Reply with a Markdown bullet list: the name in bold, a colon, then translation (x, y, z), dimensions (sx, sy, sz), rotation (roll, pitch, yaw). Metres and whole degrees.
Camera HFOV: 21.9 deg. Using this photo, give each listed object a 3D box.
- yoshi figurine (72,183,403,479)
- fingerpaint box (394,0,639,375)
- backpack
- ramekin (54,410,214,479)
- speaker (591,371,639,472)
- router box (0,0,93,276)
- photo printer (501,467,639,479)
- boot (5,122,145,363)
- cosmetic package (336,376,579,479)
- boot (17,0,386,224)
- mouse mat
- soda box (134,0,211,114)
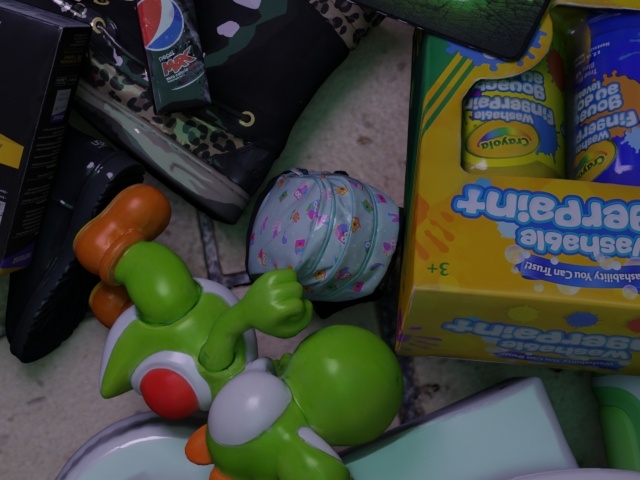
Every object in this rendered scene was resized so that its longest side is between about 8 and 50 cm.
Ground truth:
- **yoshi figurine**: translation (-0.059, 0.096, 1.528), dimensions (0.362, 0.203, 0.203), rotation (44, 116, 30)
- **fingerpaint box**: translation (0.306, -0.066, 1.567), dimensions (0.445, 0.163, 0.371), rotation (6, 63, -1)
- **backpack**: translation (0.000, 0.000, 1.594), dimensions (0.115, 0.182, 0.152), rotation (10, 88, -27)
- **ramekin**: translation (-0.143, 0.300, 1.592), dimensions (0.277, 0.135, 0.277), rotation (0, 84, -2)
- **speaker**: translation (0.346, 0.248, 1.616), dimensions (0.131, 0.131, 0.296), rotation (-9, 85, -3)
- **router box**: translation (-0.393, -0.130, 1.549), dimensions (0.309, 0.081, 0.243), rotation (19, 102, 10)
- **photo printer**: translation (0.235, 0.356, 1.451), dimensions (0.256, 0.107, 0.307), rotation (-2, 84, -2)
- **boot**: translation (-0.303, -0.031, 1.642), dimensions (0.207, 0.094, 0.246), rotation (34, 111, 21)
- **cosmetic package**: translation (0.185, 0.380, 1.582), dimensions (0.230, 0.161, 0.453), rotation (-22, 86, -4)
- **boot**: translation (-0.145, -0.233, 1.639), dimensions (0.377, 0.138, 0.284), rotation (41, 86, -2)
- **mouse mat**: translation (0.128, -0.255, 1.565), dimensions (0.190, 0.007, 0.152), rotation (22, 64, 13)
- **soda box**: translation (-0.143, -0.204, 1.546), dimensions (0.053, 0.060, 0.169), rotation (-11, 93, -7)
